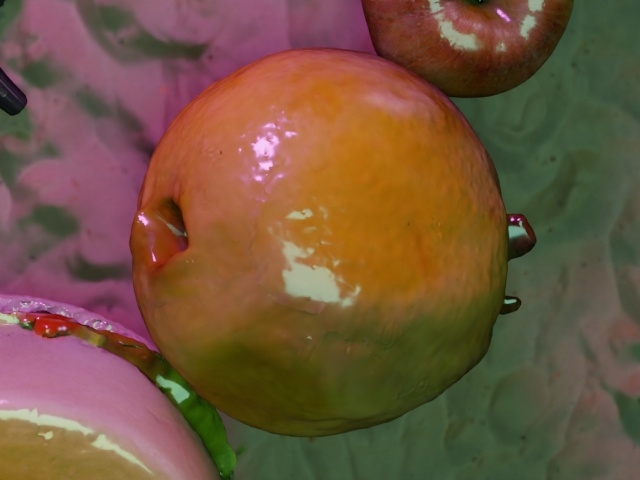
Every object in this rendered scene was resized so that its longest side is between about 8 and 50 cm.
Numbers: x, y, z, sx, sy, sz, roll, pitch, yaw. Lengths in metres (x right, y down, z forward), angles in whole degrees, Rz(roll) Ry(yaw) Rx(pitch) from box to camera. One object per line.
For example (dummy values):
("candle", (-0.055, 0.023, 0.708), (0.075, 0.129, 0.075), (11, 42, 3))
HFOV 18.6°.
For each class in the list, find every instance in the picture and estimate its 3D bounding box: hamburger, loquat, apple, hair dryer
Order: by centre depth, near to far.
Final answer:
("loquat", (0.000, 0.000, 1.124), (0.238, 0.193, 0.238), (11, 70, -31))
("hair dryer", (-0.187, -0.124, 1.145), (0.079, 0.031, 0.083), (40, 85, -30))
("hamburger", (-0.187, 0.177, 1.148), (0.302, 0.170, 0.302), (-3, 108, -9))
("apple", (0.087, -0.145, 1.163), (0.126, 0.102, 0.126), (-2, 100, -9))
